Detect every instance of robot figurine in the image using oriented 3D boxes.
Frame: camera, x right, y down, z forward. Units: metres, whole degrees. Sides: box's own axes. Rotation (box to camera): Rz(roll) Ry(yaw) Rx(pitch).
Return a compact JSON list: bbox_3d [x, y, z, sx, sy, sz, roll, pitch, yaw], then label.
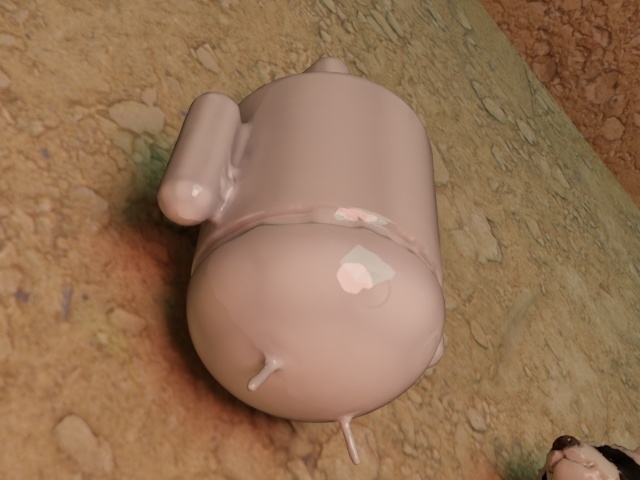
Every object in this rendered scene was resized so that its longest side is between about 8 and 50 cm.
[{"bbox_3d":[0.000,0.000,0.621,0.300,0.200,0.353,32,40,-27],"label":"robot figurine"}]

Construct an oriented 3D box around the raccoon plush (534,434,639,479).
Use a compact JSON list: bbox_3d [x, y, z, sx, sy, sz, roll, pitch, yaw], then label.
[{"bbox_3d":[0.294,0.415,0.716,0.299,0.216,0.446,-30,115,-68],"label":"raccoon plush"}]
